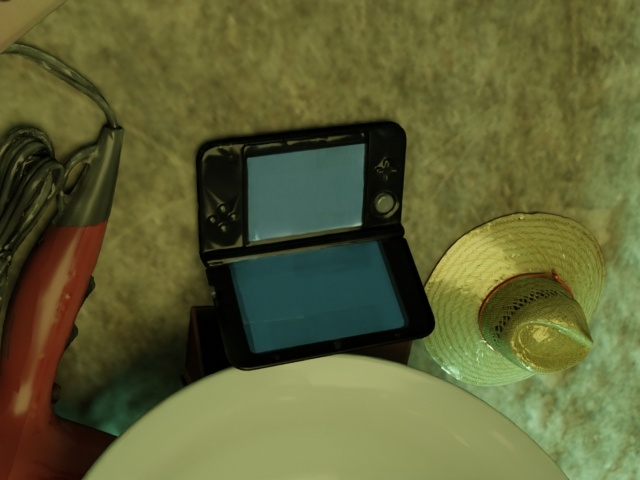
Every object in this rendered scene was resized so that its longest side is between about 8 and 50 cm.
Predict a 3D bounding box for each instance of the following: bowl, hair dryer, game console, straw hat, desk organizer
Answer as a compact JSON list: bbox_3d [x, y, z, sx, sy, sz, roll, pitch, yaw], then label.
[{"bbox_3d":[0.001,0.218,0.491,0.298,0.297,0.134,-8,149,-18],"label":"bowl"},{"bbox_3d":[-0.153,0.071,0.490,0.224,0.080,0.293,-32,124,-4],"label":"hair dryer"},{"bbox_3d":[0.000,0.000,0.518,0.122,0.071,0.107,-8,120,-18],"label":"game console"},{"bbox_3d":[0.139,0.055,0.611,0.145,0.061,0.144,-10,119,-17],"label":"straw hat"},{"bbox_3d":[-0.014,0.070,0.566,0.130,0.047,0.050,0,115,-22],"label":"desk organizer"}]

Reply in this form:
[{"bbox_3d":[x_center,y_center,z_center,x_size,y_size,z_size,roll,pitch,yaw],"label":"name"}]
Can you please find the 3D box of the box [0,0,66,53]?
[{"bbox_3d":[-0.153,-0.150,0.340,0.232,0.127,0.148,-39,125,1],"label":"box"}]
